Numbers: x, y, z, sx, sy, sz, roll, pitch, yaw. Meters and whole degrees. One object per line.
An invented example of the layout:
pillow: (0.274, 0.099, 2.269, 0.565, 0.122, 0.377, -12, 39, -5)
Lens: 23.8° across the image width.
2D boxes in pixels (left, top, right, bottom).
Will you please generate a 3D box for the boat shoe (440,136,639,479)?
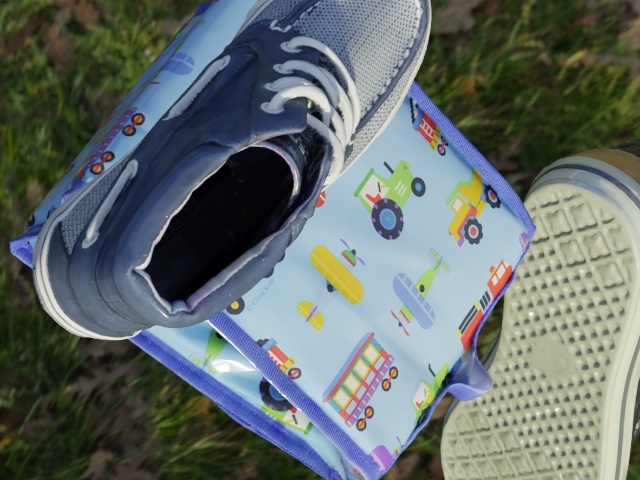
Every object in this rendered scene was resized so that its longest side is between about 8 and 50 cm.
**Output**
boat shoe: (0.233, 0.112, 1.377, 0.187, 0.500, 0.156, 33, 46, 26)

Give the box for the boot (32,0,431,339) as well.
boot: (-0.009, -0.036, 0.509, 0.069, 0.086, 0.190, 50, 66, -19)

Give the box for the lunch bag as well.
lunch bag: (0.000, 0.000, 0.941, 0.293, 0.138, 0.221, 40, 62, -12)
